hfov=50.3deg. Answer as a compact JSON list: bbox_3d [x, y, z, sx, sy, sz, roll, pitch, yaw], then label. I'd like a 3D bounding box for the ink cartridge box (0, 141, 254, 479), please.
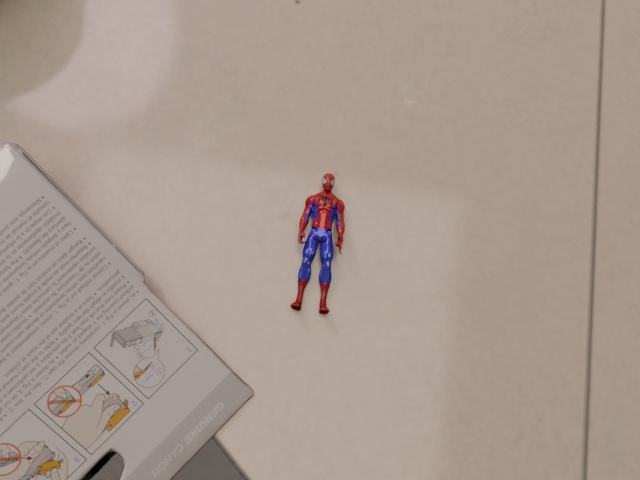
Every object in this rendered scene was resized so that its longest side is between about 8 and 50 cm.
[{"bbox_3d":[-0.242,0.122,0.489,0.296,0.066,0.261,-45,110,-13],"label":"ink cartridge box"}]

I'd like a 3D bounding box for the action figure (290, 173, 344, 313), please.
[{"bbox_3d":[0.000,0.000,0.556,0.038,0.030,0.115,7,75,3],"label":"action figure"}]
